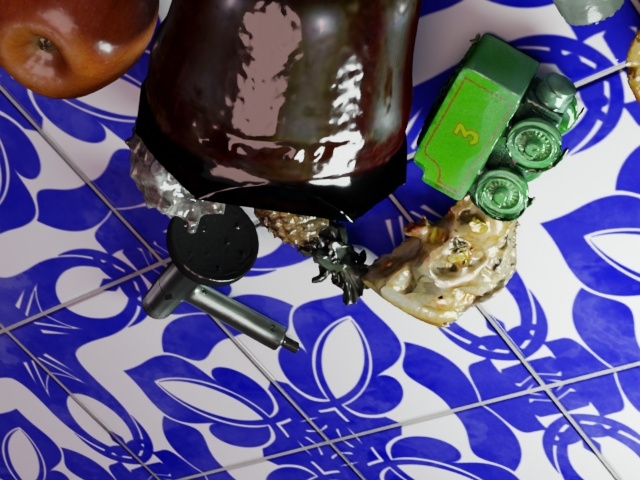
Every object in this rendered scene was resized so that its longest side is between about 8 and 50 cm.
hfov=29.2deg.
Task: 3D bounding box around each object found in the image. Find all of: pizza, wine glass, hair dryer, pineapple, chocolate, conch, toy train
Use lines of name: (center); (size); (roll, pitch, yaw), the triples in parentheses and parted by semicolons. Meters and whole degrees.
pizza: (0.212, 0.021, 1.871); (0.189, 0.071, 0.297); (38, 120, -16)
wine glass: (0.307, -0.367, 1.370); (0.096, 0.264, 0.310); (-31, 122, -5)
hair dryer: (-0.149, 0.072, 2.128); (0.284, 0.156, 0.320); (11, 151, -12)
pineapple: (0.000, 0.000, 1.947); (0.237, 0.119, 0.111); (50, 143, -16)
chocolate: (-0.024, -0.266, 1.535); (0.383, 0.384, 0.331); (24, 135, 3)
conch: (-0.176, -0.130, 1.788); (0.186, 0.313, 0.241); (2, 89, 4)
toy train: (0.239, -0.148, 1.681); (0.188, 0.132, 0.243); (30, 135, 4)

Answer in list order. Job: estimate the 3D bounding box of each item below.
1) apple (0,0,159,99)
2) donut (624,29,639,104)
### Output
apple: (-0.355, -0.321, 1.717); (0.271, 0.206, 0.251); (-14, 144, 39)
donut: (0.469, -0.226, 1.542); (0.162, 0.065, 0.178); (-12, 123, 28)
